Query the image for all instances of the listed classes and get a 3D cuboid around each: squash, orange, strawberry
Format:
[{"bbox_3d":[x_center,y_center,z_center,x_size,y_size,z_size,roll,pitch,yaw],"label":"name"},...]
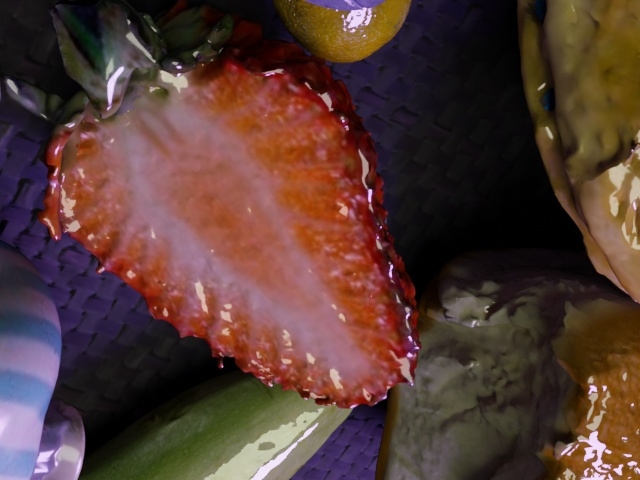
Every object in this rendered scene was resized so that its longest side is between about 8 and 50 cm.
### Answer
[{"bbox_3d":[-0.110,0.180,0.688,0.370,0.118,0.118,-39,125,6],"label":"squash"},{"bbox_3d":[0.013,-0.146,0.538,0.085,0.085,0.095,-23,141,-4],"label":"orange"},{"bbox_3d":[-0.046,-0.031,0.556,0.188,0.106,0.286,-32,108,23],"label":"strawberry"}]

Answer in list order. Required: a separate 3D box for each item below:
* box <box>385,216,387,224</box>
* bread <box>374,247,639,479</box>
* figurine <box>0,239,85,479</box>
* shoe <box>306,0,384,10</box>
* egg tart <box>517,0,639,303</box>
[{"bbox_3d":[0.000,0.000,0.647,0.084,0.060,0.063,3,112,-21],"label":"box"},{"bbox_3d":[0.182,0.137,0.691,0.250,0.225,0.279,1,112,-27],"label":"bread"},{"bbox_3d":[-0.228,-0.036,0.414,0.361,0.266,0.378,11,126,-40],"label":"figurine"},{"bbox_3d":[-0.055,-0.218,0.462,0.245,0.138,0.095,22,153,-3],"label":"shoe"},{"bbox_3d":[0.266,-0.103,0.556,0.387,0.169,0.388,2,85,-20],"label":"egg tart"}]
